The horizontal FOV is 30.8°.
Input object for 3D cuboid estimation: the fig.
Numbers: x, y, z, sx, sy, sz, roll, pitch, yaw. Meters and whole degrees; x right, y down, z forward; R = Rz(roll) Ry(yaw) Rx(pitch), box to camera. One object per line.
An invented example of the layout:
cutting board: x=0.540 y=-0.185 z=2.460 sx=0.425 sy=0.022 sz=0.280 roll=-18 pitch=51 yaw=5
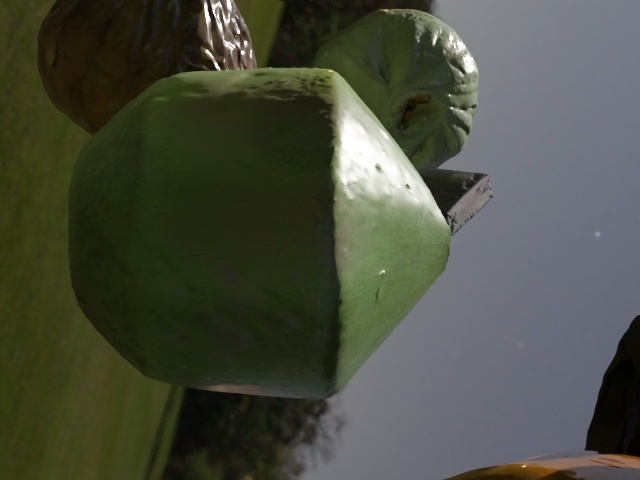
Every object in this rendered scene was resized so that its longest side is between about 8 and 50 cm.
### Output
fig: x=-0.191 y=-0.291 z=1.434 sx=0.286 sy=0.286 sz=0.368 roll=-79 pitch=-173 yaw=-58

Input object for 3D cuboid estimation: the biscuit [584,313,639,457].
biscuit: x=0.473 y=0.256 z=1.503 sx=0.091 sy=0.407 sz=0.407 roll=14 pitch=-96 yaw=42

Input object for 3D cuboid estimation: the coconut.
coconut: x=-0.049 y=0.001 z=1.009 sx=0.281 sy=0.328 sz=0.328 roll=-85 pitch=-167 yaw=-52

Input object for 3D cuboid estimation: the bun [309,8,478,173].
bun: x=0.080 y=-0.156 z=1.274 sx=0.118 sy=0.195 sz=0.195 roll=-108 pitch=-146 yaw=-65

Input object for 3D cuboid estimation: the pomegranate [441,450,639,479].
pomegranate: x=0.178 y=0.356 z=0.940 sx=0.410 sy=0.410 sz=0.410 roll=-162 pitch=-90 yaw=-86

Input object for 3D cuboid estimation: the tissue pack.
tissue pack: x=0.140 y=-0.057 z=1.581 sx=0.112 sy=0.156 sz=0.051 roll=-42 pitch=127 yaw=-38
